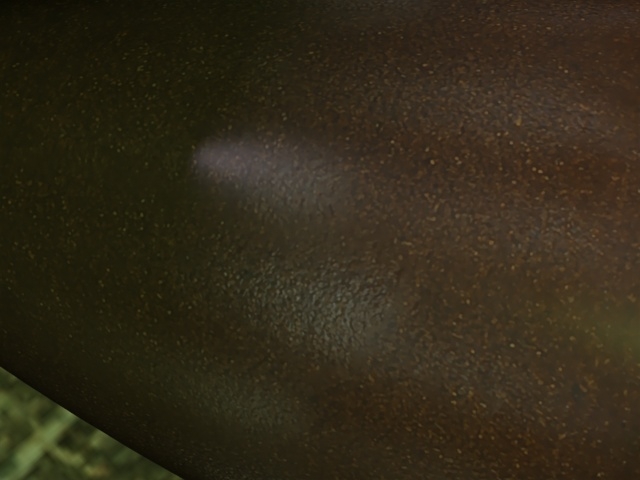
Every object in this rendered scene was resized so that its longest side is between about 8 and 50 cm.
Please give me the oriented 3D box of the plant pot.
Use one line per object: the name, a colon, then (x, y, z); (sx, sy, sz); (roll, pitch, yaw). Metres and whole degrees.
plant pot: (0.000, 0.000, 0.588); (0.230, 0.215, 0.215); (14, 95, 4)
